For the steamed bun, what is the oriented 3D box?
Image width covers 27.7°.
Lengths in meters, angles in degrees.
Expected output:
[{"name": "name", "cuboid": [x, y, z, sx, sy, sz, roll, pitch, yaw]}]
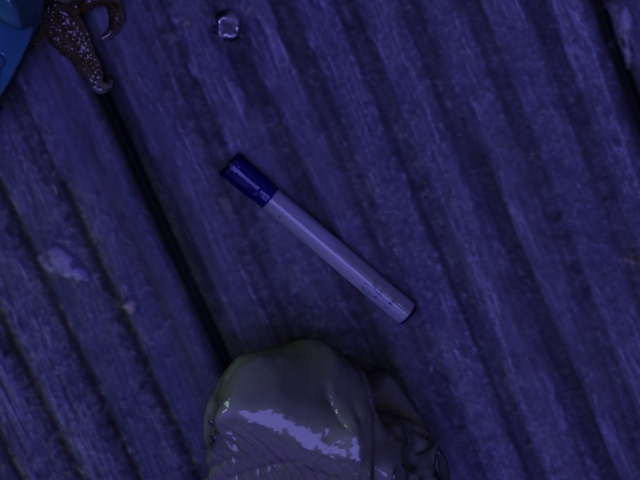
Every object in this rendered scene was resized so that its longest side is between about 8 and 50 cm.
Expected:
[{"name": "steamed bun", "cuboid": [0.007, 0.240, 1.414, 0.275, 0.206, 0.320, 8, 128, 15]}]

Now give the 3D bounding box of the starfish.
[{"name": "starfish", "cuboid": [-0.292, -0.239, 1.369, 0.150, 0.053, 0.209, -34, 103, 13]}]

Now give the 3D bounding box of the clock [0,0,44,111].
[{"name": "clock", "cuboid": [-0.420, -0.198, 1.329, 0.224, 0.094, 0.274, 25, 122, -3]}]

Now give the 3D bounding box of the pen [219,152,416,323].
[{"name": "pen", "cuboid": [0.000, 0.000, 1.437, 0.269, 0.033, 0.033, 40, 101, -9]}]

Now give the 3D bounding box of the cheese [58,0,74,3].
[{"name": "cheese", "cuboid": [-0.298, -0.367, 1.329, 0.127, 0.054, 0.251, -41, 91, -14]}]
